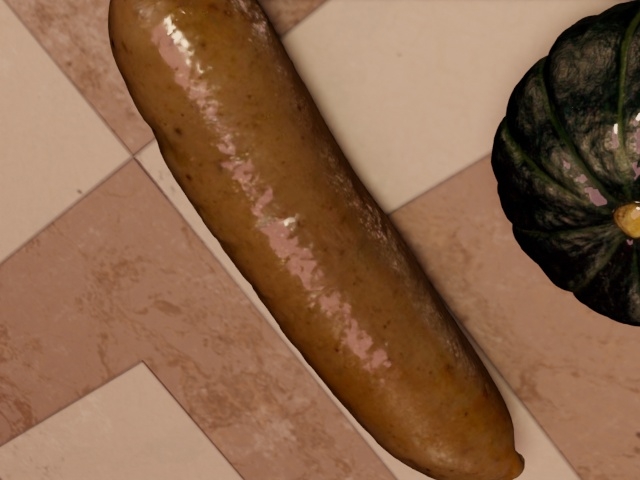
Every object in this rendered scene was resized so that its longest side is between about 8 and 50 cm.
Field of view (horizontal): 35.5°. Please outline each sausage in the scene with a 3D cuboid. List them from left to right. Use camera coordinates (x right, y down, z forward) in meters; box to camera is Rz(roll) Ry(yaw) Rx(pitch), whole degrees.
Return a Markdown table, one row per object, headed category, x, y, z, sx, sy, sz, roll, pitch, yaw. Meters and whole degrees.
| category | x | y | z | sx | sy | sz | roll | pitch | yaw |
| --- | --- | --- | --- | --- | --- | --- | --- | --- | --- |
| sausage | -0.002 | 0.001 | 0.788 | 0.136 | 0.123 | 0.500 | -17 | 112 | 48 |

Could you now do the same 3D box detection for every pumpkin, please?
| category | x | y | z | sx | sy | sz | roll | pitch | yaw |
| --- | --- | --- | --- | --- | --- | --- | --- | --- | --- |
| pumpkin | 0.221 | -0.047 | 0.630 | 0.221 | 0.162 | 0.220 | 19 | 127 | 26 |
